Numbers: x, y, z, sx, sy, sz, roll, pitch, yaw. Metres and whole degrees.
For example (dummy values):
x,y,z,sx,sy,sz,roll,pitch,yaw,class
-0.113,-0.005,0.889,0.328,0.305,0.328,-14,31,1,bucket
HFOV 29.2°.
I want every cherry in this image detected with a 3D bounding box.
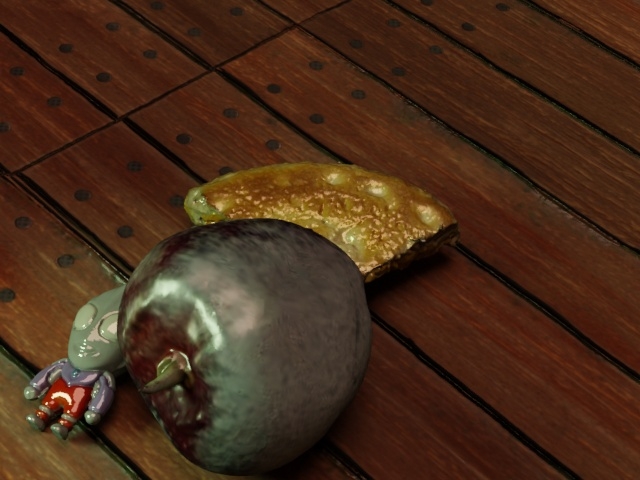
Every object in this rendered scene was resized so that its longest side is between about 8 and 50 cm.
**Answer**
x,y,z,sx,sy,sz,roll,pitch,yaw,class
-0.076,0.101,1.241,0.296,0.218,0.255,-25,67,-38,cherry

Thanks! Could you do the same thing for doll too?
x,y,z,sx,sy,sz,roll,pitch,yaw,class
-0.232,0.113,1.318,0.102,0.075,0.227,18,57,23,doll

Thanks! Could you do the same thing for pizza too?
x,y,z,sx,sy,sz,roll,pitch,yaw,class
0.000,0.000,1.450,0.335,0.086,0.226,5,50,0,pizza
